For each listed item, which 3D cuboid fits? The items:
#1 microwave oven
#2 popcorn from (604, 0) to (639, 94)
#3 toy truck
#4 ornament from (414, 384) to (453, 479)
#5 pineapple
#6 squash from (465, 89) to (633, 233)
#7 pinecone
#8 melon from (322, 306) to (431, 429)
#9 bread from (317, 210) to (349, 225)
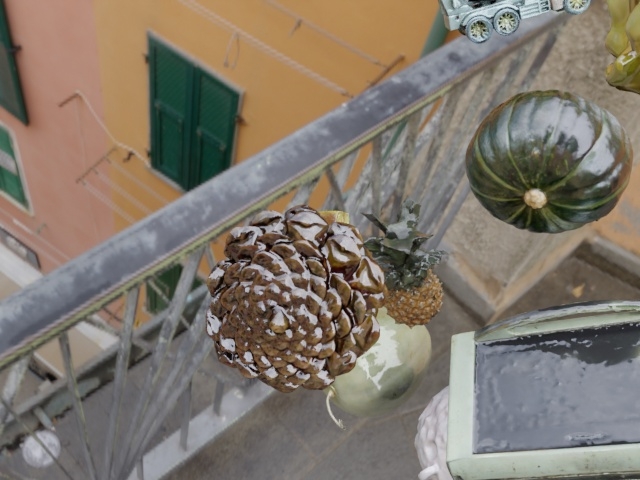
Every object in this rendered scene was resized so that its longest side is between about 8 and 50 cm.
[{"bbox_3d":[0.403,0.269,1.047,0.395,0.333,0.247,-11,49,24],"label":"microwave oven"},{"bbox_3d":[0.345,-0.187,0.532,0.294,0.334,0.292,3,91,-7],"label":"popcorn"},{"bbox_3d":[0.302,-0.412,1.229,0.257,0.140,0.108,-15,22,6],"label":"toy truck"},{"bbox_3d":[0.381,0.446,1.647,0.337,0.337,0.337,5,56,-8],"label":"ornament"},{"bbox_3d":[0.134,0.042,1.266,0.130,0.277,0.119,26,67,26],"label":"pineapple"},{"bbox_3d":[0.307,-0.106,1.032,0.218,0.218,0.172,35,46,12],"label":"squash"},{"bbox_3d":[-0.017,0.040,0.572,0.140,0.121,0.140,1,94,11],"label":"pinecone"},{"bbox_3d":[0.128,0.293,1.853,0.308,0.271,0.271,-8,58,-28],"label":"melon"},{"bbox_3d":[0.000,0.000,1.173,0.035,0.094,0.090,4,87,-44],"label":"bread"}]
